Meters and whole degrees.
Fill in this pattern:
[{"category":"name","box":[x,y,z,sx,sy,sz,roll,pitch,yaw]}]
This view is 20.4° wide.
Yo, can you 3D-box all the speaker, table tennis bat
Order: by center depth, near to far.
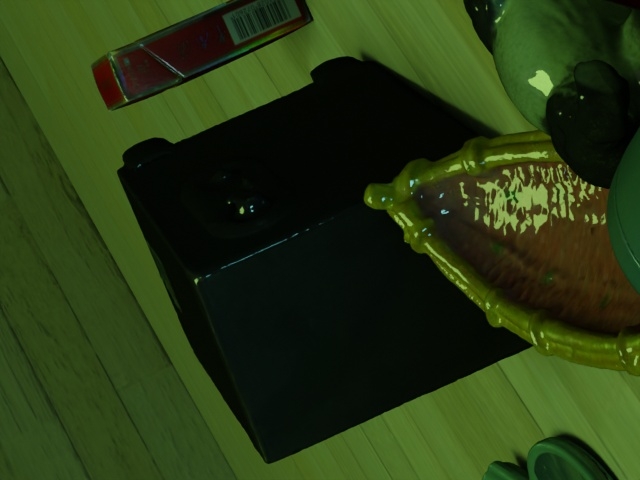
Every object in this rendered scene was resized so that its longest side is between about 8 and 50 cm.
[{"category":"speaker","box":[0.000,0.000,1.333,0.254,0.232,0.184,-132,21,-61]},{"category":"table tennis bat","box":[0.193,0.216,1.417,0.149,0.038,0.237,67,163,-15]}]

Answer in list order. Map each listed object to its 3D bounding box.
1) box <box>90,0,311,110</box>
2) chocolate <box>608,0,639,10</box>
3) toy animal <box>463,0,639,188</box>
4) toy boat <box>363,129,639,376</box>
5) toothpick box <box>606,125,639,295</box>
[{"category":"box","box":[-0.105,-0.167,1.526,0.048,0.175,0.112,66,167,-6]},{"category":"chocolate","box":[0.107,-0.213,0.418,0.331,0.384,0.383,40,155,29]},{"category":"toy animal","box":[0.126,-0.125,0.951,0.225,0.094,0.121,55,170,34]},{"category":"toy boat","box":[0.151,0.001,1.008,0.318,0.099,0.141,14,96,56]},{"category":"toothpick box","box":[0.200,-0.041,0.760,0.120,0.120,0.184,59,162,20]}]
